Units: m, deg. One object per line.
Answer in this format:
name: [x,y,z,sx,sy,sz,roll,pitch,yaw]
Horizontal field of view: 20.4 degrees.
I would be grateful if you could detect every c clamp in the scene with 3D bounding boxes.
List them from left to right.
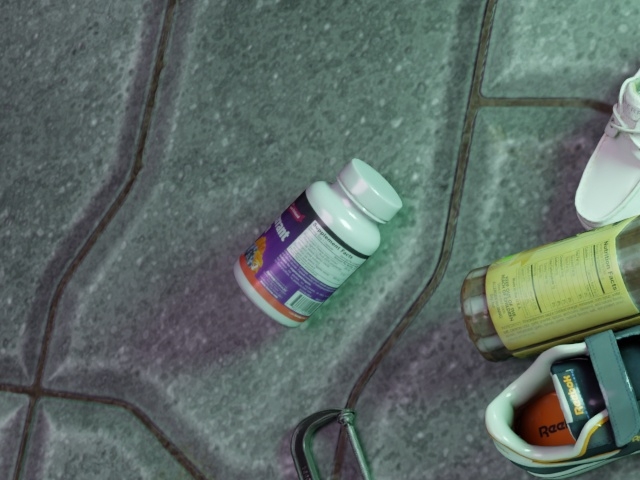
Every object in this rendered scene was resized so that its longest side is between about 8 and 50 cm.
c clamp: [0.031,0.254,2.009,0.137,0.022,0.161,-40,58,25]

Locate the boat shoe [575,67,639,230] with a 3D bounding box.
boat shoe: [0.343,-0.132,1.859,0.098,0.096,0.277,37,98,36]

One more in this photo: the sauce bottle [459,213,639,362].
sauce bottle: [0.314,0.035,1.823,0.344,0.111,0.111,-18,66,28]

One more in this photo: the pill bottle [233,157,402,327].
pill bottle: [0.000,0.000,2.053,0.193,0.108,0.108,-45,55,15]

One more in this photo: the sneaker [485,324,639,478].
sneaker: [0.313,0.149,1.777,0.321,0.127,0.126,-30,59,23]
